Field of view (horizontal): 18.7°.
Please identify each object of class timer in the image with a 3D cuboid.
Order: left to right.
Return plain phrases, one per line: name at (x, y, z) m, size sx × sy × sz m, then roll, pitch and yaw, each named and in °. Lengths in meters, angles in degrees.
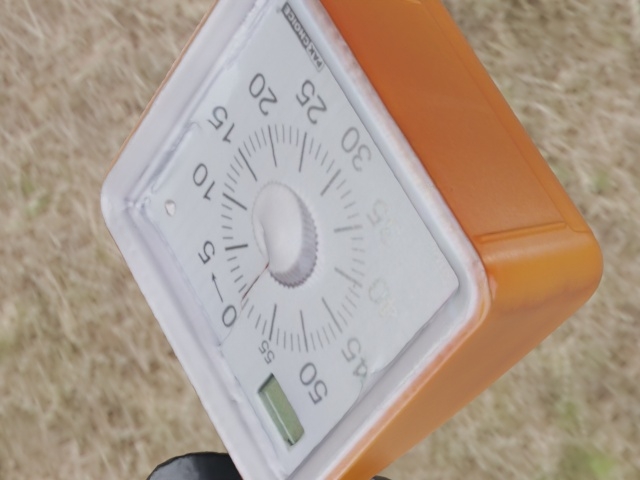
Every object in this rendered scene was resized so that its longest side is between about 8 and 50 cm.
timer at (0.000, 0.000, 1.132) m, size 0.250 × 0.257 × 0.161 m, roll -43°, pitch 155°, yaw 29°

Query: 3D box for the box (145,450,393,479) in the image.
box at (-0.019, 0.235, 1.206) m, size 0.212 × 0.042 × 0.201 m, roll 8°, pitch 73°, yaw -27°
